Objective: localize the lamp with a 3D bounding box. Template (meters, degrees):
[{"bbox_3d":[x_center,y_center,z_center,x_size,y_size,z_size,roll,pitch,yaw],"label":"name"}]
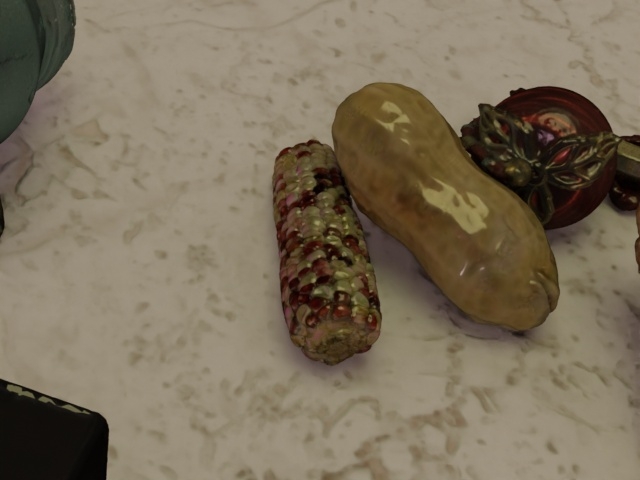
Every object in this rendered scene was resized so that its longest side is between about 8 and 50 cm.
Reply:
[{"bbox_3d":[0.258,-0.094,1.265,0.215,0.151,0.223,28,46,10],"label":"lamp"}]

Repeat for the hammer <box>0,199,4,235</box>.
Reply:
[{"bbox_3d":[-0.446,-0.059,1.179,0.297,0.027,0.125,23,48,12],"label":"hammer"}]

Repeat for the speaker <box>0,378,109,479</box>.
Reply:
[{"bbox_3d":[-0.276,0.211,0.799,0.232,0.254,0.184,18,47,7],"label":"speaker"}]

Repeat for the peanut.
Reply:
[{"bbox_3d":[0.121,-0.030,1.168,0.290,0.130,0.130,48,54,8],"label":"peanut"}]

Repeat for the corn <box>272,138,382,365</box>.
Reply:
[{"bbox_3d":[0.000,0.000,1.165,0.092,0.092,0.280,0,46,-11],"label":"corn"}]

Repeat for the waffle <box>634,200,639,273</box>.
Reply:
[{"bbox_3d":[0.468,0.091,1.077,0.348,0.077,0.304,1,77,2],"label":"waffle"}]

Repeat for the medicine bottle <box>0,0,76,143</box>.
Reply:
[{"bbox_3d":[-0.379,-0.186,1.136,0.245,0.245,0.290,19,27,7],"label":"medicine bottle"}]
